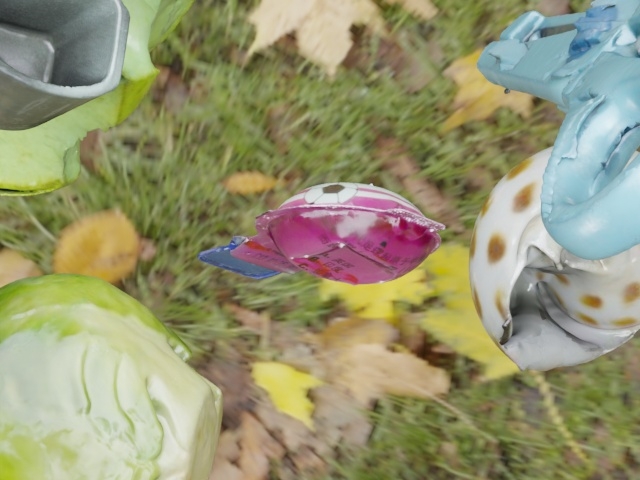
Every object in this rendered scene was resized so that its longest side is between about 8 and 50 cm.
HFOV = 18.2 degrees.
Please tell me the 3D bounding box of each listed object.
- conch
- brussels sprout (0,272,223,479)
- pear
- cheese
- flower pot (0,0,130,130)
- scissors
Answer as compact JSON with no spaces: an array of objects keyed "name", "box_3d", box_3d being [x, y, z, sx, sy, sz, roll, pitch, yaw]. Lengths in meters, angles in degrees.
[{"name":"conch","box_3d":[0.215,0.005,1.630,0.183,0.275,0.149,-49,52,19]},{"name":"brussels sprout","box_3d":[-0.150,0.102,1.196,0.180,0.144,0.161,-2,62,13]},{"name":"pear","box_3d":[-0.204,-0.188,1.611,0.176,0.286,0.282,40,43,-13]},{"name":"cheese","box_3d":[0.000,0.000,1.640,0.155,0.244,0.062,21,67,-37]},{"name":"flower pot","box_3d":[-0.251,-0.159,1.356,0.229,0.108,0.103,30,63,-27]},{"name":"scissors","box_3d":[0.121,-0.079,0.785,0.032,0.393,0.180,44,89,-10]}]
